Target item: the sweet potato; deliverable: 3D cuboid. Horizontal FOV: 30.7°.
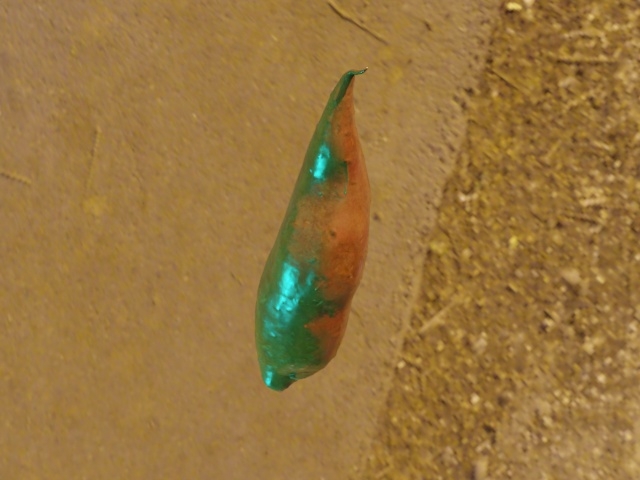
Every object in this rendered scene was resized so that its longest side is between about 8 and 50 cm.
[{"bbox_3d":[0.000,0.000,0.593,0.056,0.056,0.195,1,120,-25],"label":"sweet potato"}]
